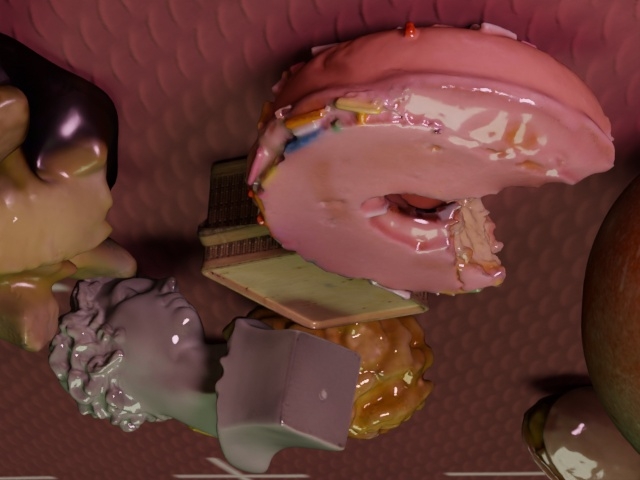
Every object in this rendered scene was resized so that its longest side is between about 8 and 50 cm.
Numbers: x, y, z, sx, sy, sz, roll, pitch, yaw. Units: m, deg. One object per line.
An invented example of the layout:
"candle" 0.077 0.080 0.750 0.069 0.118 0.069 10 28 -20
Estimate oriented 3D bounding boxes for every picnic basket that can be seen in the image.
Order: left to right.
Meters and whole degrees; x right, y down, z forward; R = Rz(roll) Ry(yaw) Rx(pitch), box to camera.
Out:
"picnic basket" 0.000 0.000 1.248 0.115 0.080 0.164 -10 156 29

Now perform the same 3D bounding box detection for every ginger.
"ginger" -0.309 0.006 1.149 0.358 0.211 0.413 6 160 1

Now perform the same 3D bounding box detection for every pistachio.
"pistachio" 0.260 0.197 1.682 0.149 0.113 0.113 19 155 -23

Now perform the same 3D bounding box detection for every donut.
"donut" 0.053 -0.053 1.065 0.199 0.085 0.233 14 149 -16

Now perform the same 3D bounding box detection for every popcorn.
"popcorn" -0.006 0.102 1.451 0.163 0.140 0.194 4 171 -23

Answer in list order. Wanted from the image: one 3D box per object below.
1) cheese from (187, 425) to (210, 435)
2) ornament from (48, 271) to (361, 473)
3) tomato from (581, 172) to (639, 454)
"cheese" -0.039 0.159 1.689 0.270 0.069 0.177 15 157 -36
"ornament" -0.092 0.106 1.351 0.285 0.130 0.120 19 170 38
"tomato" 0.290 0.060 1.084 0.270 0.222 0.270 16 125 24
